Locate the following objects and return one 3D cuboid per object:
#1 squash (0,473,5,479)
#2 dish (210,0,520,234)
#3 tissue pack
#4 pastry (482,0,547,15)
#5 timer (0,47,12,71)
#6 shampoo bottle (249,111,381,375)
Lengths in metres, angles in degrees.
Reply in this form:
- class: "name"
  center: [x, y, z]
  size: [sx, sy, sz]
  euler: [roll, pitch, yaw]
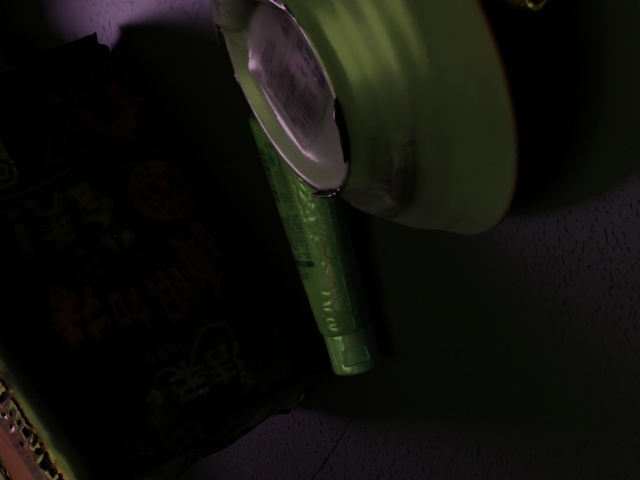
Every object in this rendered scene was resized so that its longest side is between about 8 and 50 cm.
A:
- class: "squash"
  center: [-0.303, 0.117, 1.578]
  size: [0.189, 0.189, 0.260]
  euler: [26, 135, 43]
- class: "dish"
  center: [0.007, -0.105, 1.046]
  size: [0.260, 0.085, 0.260]
  euler: [52, 158, 31]
- class: "tissue pack"
  center: [-0.180, 0.031, 1.301]
  size: [0.332, 0.245, 0.123]
  euler: [55, 144, 13]
- class: "pastry"
  center: [0.096, -0.160, 0.968]
  size: [0.140, 0.056, 0.080]
  euler: [22, 124, 61]
- class: "timer"
  center: [-0.270, -0.067, 1.500]
  size: [0.152, 0.132, 0.132]
  euler: [49, 151, -18]
- class: "shampoo bottle"
  center: [0.000, 0.000, 1.216]
  size: [0.069, 0.041, 0.191]
  euler: [11, 121, 60]
